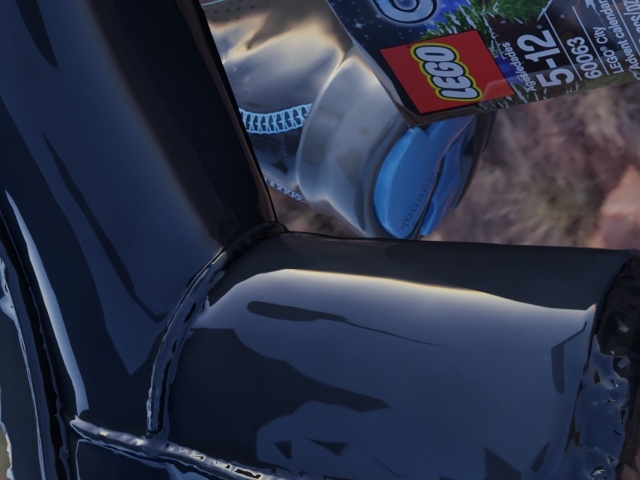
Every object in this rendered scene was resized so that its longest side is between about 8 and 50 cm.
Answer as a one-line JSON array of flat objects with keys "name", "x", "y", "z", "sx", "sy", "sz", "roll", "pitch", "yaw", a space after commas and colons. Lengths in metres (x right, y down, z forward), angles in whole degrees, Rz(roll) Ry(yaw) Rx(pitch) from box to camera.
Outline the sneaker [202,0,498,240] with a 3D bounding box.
[{"name": "sneaker", "x": 0.058, "y": -0.135, "z": 0.816, "sx": 0.139, "sy": 0.341, "sz": 0.125, "roll": 24, "pitch": 131, "yaw": 20}]

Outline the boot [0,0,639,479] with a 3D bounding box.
[{"name": "boot", "x": 0.000, "y": 0.000, "z": 0.467, "sx": 0.207, "sy": 0.094, "sz": 0.246, "roll": 4, "pitch": 109, "yaw": 35}]

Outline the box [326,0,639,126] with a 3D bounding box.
[{"name": "box", "x": 0.049, "y": -0.127, "z": 0.420, "sx": 0.159, "sy": 0.044, "sz": 0.233, "roll": -11, "pitch": 140, "yaw": 25}]
